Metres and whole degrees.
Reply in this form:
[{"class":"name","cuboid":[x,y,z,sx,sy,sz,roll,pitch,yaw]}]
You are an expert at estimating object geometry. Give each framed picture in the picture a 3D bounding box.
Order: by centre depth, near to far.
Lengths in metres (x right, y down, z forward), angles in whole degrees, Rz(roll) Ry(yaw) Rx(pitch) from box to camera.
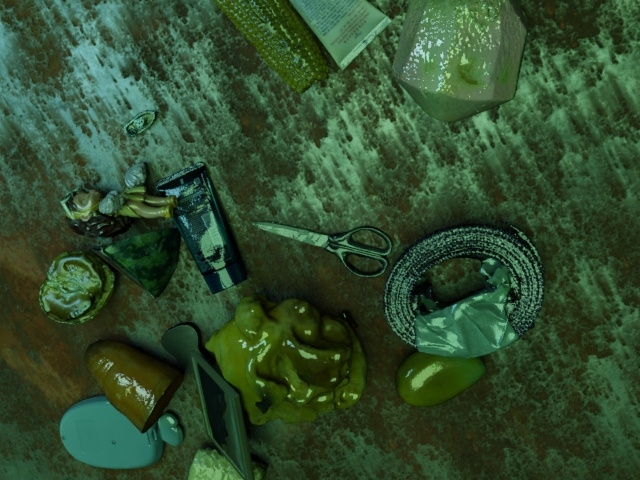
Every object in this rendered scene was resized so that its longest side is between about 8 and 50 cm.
[{"class":"framed picture","cuboid":[-0.211,0.381,1.651,0.018,0.192,0.265,-25,127,-27]}]

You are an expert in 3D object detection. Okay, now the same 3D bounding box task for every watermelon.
[{"class":"watermelon","cuboid":[-0.411,0.052,1.628,0.202,0.207,0.136,-19,75,30]}]

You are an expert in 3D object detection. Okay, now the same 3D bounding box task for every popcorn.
[{"class":"popcorn","cuboid":[-0.078,0.246,1.575,0.316,0.281,0.297,-15,120,25]}]

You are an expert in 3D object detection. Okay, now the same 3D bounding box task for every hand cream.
[{"class":"hand cream","cuboid":[0.008,-0.461,1.463,0.133,0.083,0.248,-40,107,17]},{"class":"hand cream","cuboid":[-0.248,-0.023,1.631,0.120,0.061,0.270,-23,96,13]}]

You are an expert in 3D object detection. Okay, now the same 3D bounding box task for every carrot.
[{"class":"carrot","cuboid":[-0.428,0.298,1.704,0.225,0.159,0.159,36,108,9]}]

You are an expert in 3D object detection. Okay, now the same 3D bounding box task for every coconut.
[{"class":"coconut","cuboid":[0.247,-0.335,1.377,0.233,0.233,0.245,12,104,6]}]

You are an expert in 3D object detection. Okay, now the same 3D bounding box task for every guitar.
[{"class":"guitar","cuboid":[-0.275,0.293,1.734,0.088,0.025,0.233,-24,100,13]}]

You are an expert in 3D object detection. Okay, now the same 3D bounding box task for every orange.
[{"class":"orange","cuboid":[-0.531,0.102,1.680,0.170,0.112,0.160,-19,90,-10]}]

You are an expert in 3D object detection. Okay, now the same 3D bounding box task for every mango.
[{"class":"mango","cuboid":[0.251,0.281,1.612,0.195,0.092,0.130,-12,101,6]}]

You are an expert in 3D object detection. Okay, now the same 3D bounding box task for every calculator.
[{"class":"calculator","cuboid":[-0.470,0.451,1.801,0.303,0.042,0.188,-6,103,14]}]

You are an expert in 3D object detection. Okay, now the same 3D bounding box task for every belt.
[{"class":"belt","cuboid":[0.282,0.100,1.529,0.325,0.122,0.260,-18,92,7]}]

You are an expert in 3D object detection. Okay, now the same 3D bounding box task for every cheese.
[{"class":"cheese","cuboid":[-0.214,0.550,1.759,0.167,0.094,0.123,14,109,5]}]

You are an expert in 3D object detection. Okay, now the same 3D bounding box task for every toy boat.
[{"class":"toy boat","cuboid":[-0.375,-0.246,1.597,0.083,0.038,0.038,-33,98,17]}]

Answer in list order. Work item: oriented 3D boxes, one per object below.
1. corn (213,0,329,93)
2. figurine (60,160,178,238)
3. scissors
[{"class":"corn","cuboid":[-0.103,-0.424,1.469,0.115,0.115,0.317,-39,98,17]},{"class":"figurine","cuboid":[-0.420,-0.071,1.598,0.240,0.174,0.115,-12,119,18]},{"class":"scissors","cuboid":[0.000,0.000,1.612,0.300,0.022,0.109,14,103,6]}]
